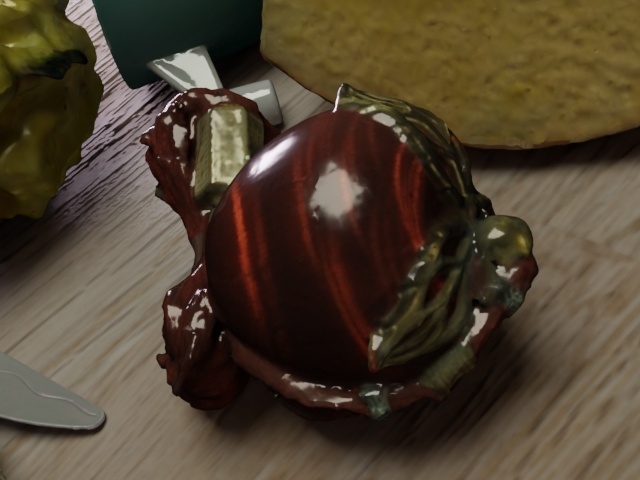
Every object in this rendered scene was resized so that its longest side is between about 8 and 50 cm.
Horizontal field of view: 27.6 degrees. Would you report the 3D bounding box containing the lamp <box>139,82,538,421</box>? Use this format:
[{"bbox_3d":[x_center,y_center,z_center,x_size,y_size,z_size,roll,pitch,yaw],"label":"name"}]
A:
[{"bbox_3d":[0.000,-0.006,0.687,0.223,0.151,0.215,-4,58,8],"label":"lamp"}]

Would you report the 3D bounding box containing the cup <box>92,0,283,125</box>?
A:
[{"bbox_3d":[-0.081,-0.209,0.953,0.173,0.167,0.299,-17,68,-2],"label":"cup"}]

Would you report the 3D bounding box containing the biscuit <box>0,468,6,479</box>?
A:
[{"bbox_3d":[-0.284,0.184,0.719,0.239,0.061,0.108,-36,40,-13],"label":"biscuit"}]

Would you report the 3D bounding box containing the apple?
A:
[{"bbox_3d":[0.131,-0.216,0.779,0.309,0.252,0.314,13,74,13],"label":"apple"}]

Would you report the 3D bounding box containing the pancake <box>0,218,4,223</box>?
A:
[{"bbox_3d":[-0.262,-0.033,0.968,0.115,0.011,0.115,-14,42,13],"label":"pancake"}]

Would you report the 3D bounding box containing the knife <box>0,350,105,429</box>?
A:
[{"bbox_3d":[-0.228,0.075,0.823,0.058,0.032,0.244,-26,37,-37],"label":"knife"}]

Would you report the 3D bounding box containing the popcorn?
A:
[{"bbox_3d":[-0.280,-0.115,0.899,0.215,0.252,0.286,-49,24,35],"label":"popcorn"}]
